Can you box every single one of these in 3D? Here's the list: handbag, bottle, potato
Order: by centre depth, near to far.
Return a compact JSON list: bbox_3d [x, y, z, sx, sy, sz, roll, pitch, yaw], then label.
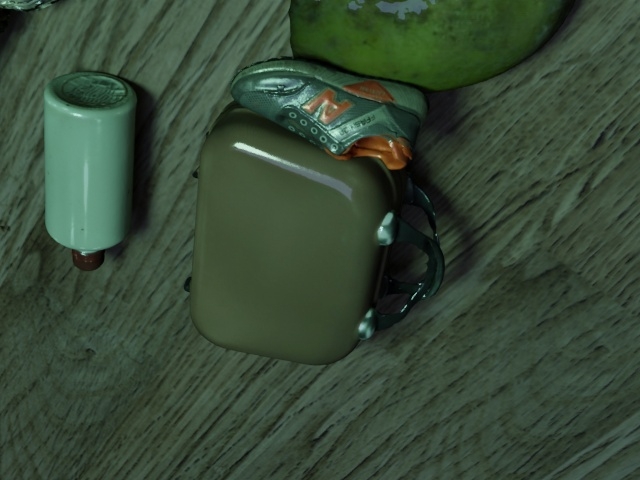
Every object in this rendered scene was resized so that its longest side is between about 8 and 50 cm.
[{"bbox_3d":[0.109,-0.238,0.834,0.255,0.112,0.269,12,128,8],"label":"potato"},{"bbox_3d":[0.000,0.000,1.006,0.283,0.149,0.302,16,124,10],"label":"handbag"},{"bbox_3d":[-0.272,-0.069,1.067,0.104,0.104,0.245,16,125,6],"label":"bottle"}]

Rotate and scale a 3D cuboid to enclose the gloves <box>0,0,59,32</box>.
[{"bbox_3d":[-0.420,-0.261,0.960,0.312,0.135,0.210,-28,134,9],"label":"gloves"}]

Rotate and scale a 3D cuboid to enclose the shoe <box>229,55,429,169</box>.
[{"bbox_3d":[0.006,-0.119,0.868,0.194,0.077,0.074,10,160,-3],"label":"shoe"}]
